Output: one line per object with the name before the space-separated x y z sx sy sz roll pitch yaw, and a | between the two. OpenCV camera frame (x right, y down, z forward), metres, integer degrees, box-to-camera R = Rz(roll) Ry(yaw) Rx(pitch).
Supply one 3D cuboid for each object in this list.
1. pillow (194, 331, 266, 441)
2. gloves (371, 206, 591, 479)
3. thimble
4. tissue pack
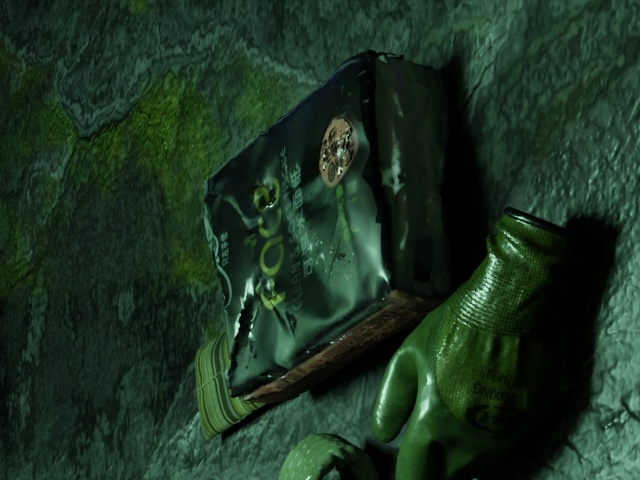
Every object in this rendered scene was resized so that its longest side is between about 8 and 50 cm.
pillow | -0.085 0.139 1.557 0.203 0.038 0.113 -38 51 52
gloves | 0.122 0.102 1.109 0.107 0.135 0.268 -42 -27 -68
thimble | 0.008 0.234 1.317 0.062 0.084 0.110 -158 64 -62
tissue pack | 0.000 0.000 1.343 0.332 0.123 0.245 -37 50 54
